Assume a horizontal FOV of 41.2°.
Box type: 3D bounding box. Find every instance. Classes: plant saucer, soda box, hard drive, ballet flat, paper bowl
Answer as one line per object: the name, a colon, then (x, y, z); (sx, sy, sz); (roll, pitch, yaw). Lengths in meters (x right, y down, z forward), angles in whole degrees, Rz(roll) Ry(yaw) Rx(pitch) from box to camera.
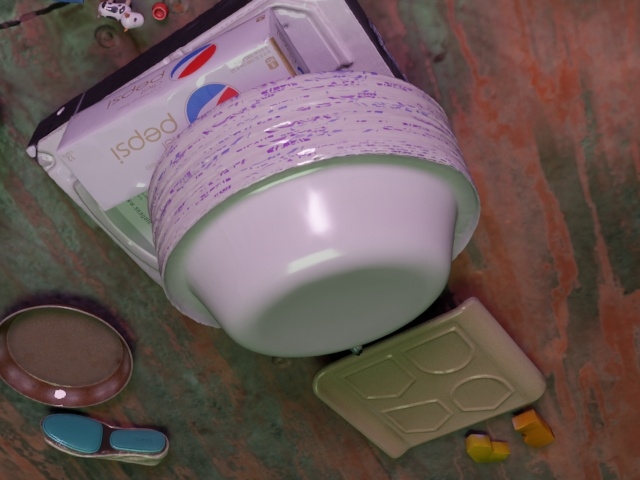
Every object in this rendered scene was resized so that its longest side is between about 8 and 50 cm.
plant saucer: (-0.308, 0.134, 1.021); (0.168, 0.029, 0.168); (0, 126, 0)
soda box: (-0.117, -0.111, 0.739); (0.216, 0.069, 0.074); (-25, 124, 15)
hard drive: (-0.080, -0.098, 0.834); (0.338, 0.064, 0.237); (-28, 123, 17)
ballet flat: (-0.282, 0.267, 1.106); (0.168, 0.057, 0.052); (14, 135, -11)
paper bowl: (0.000, 0.000, 0.743); (0.284, 0.148, 0.284); (-13, 151, -7)

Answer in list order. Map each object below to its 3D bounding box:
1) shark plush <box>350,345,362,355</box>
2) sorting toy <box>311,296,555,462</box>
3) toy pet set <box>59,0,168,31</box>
shark plush: (0.010, 0.069, 0.967); (0.067, 0.073, 0.161); (2, 141, 38)
sorting toy: (0.162, 0.199, 1.077); (0.229, 0.041, 0.307); (-30, 129, 19)
toy pet set: (-0.187, -0.239, 0.723); (0.114, 0.065, 0.122); (5, 126, -5)
